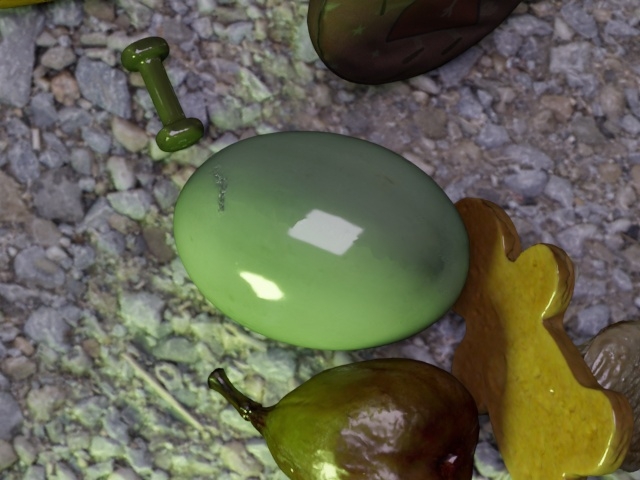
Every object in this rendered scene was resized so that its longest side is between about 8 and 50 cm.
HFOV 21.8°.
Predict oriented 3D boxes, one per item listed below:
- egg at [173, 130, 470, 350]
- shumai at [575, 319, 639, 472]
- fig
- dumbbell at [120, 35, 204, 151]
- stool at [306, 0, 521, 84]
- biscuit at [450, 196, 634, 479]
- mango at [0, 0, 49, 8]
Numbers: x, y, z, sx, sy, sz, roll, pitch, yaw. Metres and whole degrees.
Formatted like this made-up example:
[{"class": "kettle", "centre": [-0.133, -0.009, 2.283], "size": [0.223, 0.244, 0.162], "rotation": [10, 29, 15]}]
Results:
[{"class": "egg", "centre": [0.000, 0.000, 1.555], "size": [0.282, 0.203, 0.203], "rotation": [14, 78, 4]}, {"class": "shumai", "centre": [0.262, 0.135, 1.566], "size": [0.116, 0.145, 0.145], "rotation": [12, 74, 49]}, {"class": "fig", "centre": [0.011, 0.176, 1.556], "size": [0.274, 0.145, 0.170], "rotation": [16, 94, 21]}, {"class": "dumbbell", "centre": [-0.160, -0.148, 1.680], "size": [0.052, 0.046, 0.118], "rotation": [-22, 76, -7]}, {"class": "stool", "centre": [0.077, -0.300, 1.603], "size": [0.272, 0.272, 0.178], "rotation": [-31, 63, -4]}, {"class": "biscuit", "centre": [0.191, 0.099, 1.528], "size": [0.047, 0.216, 0.340], "rotation": [3, 44, -28]}, {"class": "mango", "centre": [-0.312, -0.301, 1.700], "size": [0.227, 0.099, 0.136], "rotation": [5, 73, -4]}]
